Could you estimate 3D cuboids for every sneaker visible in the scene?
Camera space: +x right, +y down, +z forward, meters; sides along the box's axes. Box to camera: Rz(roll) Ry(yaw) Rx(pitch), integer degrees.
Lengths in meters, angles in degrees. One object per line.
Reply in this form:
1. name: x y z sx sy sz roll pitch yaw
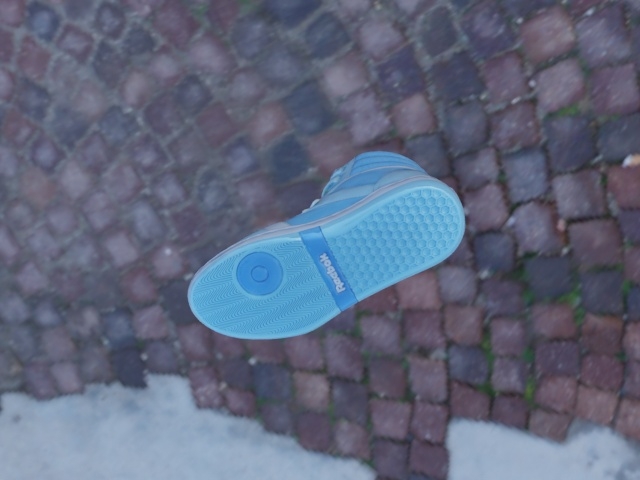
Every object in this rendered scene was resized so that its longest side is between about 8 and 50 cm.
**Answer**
1. sneaker: 0.000 0.000 1.530 0.319 0.208 0.127 -19 110 1
